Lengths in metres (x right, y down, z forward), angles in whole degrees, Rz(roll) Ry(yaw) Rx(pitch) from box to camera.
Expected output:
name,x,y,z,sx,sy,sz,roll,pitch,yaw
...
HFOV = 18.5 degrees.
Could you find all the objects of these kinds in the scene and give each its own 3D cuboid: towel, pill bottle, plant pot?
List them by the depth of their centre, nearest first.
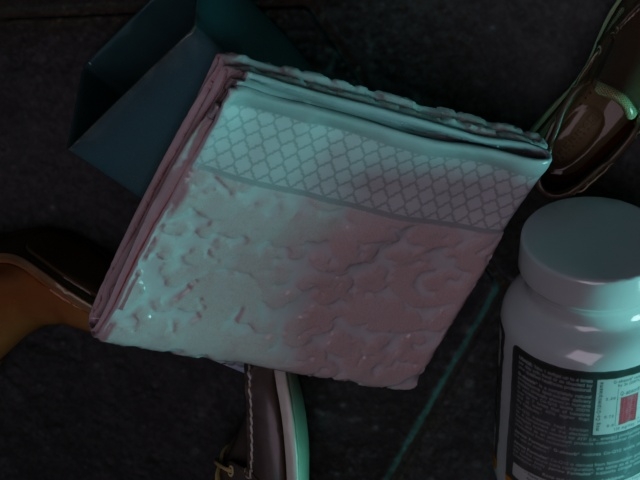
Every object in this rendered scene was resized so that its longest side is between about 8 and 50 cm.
name,x,y,z,sx,sy,sz,roll,pitch,yaw
towel,0.000,0.000,1.737,0.331,0.053,0.317,12,128,-24
plant pot,-0.080,-0.101,1.768,0.234,0.166,0.165,40,113,-21
pill bottle,0.240,0.110,1.778,0.162,0.162,0.278,5,126,7

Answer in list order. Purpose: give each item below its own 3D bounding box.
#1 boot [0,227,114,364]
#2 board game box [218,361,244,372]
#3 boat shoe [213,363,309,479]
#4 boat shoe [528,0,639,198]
name,x,y,z,sx,sy,sz,roll,pitch,yaw
boot,-0.321,0.089,1.912,0.283,0.109,0.220,21,113,2
board game box,-0.094,0.076,1.921,0.090,0.020,0.090,22,114,-2
boat shoe,-0.057,0.253,1.941,0.096,0.116,0.324,-2,118,6
boat shoe,0.273,-0.137,1.732,0.095,0.095,0.257,31,114,-4
